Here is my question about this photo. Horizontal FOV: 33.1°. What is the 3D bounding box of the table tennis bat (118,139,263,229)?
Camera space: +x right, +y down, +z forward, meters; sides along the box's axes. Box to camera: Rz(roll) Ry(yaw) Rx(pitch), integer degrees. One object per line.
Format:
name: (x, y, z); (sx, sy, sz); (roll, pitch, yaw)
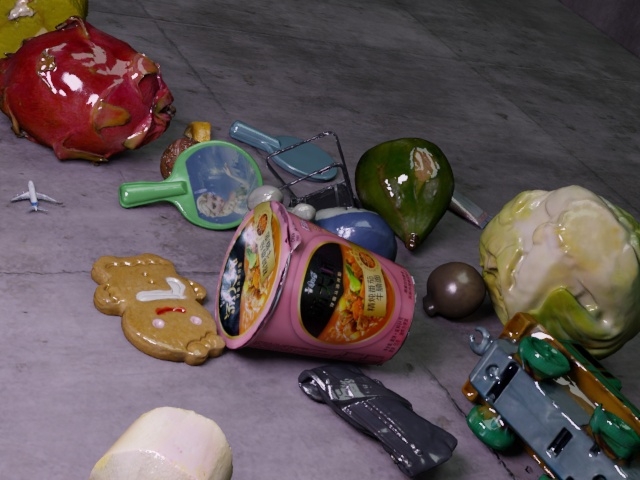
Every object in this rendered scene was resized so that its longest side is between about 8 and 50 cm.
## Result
table tennis bat: (-0.223, -0.092, 1.875); (0.257, 0.039, 0.161); (-8, 82, -18)

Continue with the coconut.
coconut: (-0.182, 0.281, 1.236); (0.147, 0.147, 0.153); (25, 31, 6)

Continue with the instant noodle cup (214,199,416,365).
instant noodle cup: (-0.001, 0.081, 1.639); (0.255, 0.244, 0.244); (17, 28, -25)

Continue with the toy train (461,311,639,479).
toy train: (0.386, 0.279, 1.616); (0.249, 0.178, 0.429); (9, 31, -47)

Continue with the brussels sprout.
brussels sprout: (0.421, 0.068, 1.839); (0.344, 0.344, 0.268); (18, 64, -7)

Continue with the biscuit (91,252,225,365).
biscuit: (-0.243, 0.097, 1.613); (0.184, 0.035, 0.249); (-1, 37, -35)

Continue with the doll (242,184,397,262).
doll: (0.000, 0.000, 1.792); (0.258, 0.228, 0.154); (1, 73, -11)

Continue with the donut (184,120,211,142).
donut: (-0.243, -0.203, 2.125); (0.037, 0.067, 0.083); (14, 61, -28)

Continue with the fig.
fig: (0.165, -0.083, 2.089); (0.195, 0.195, 0.245); (8, 67, -24)

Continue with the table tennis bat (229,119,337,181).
table tennis bat: (-0.075, -0.184, 2.205); (0.237, 0.038, 0.149); (23, 30, -7)

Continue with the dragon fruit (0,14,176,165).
dragon fruit: (-0.423, -0.265, 1.896); (0.315, 0.250, 0.250); (34, 30, 6)

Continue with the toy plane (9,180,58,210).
toy plane: (-0.467, -0.071, 1.753); (0.077, 0.024, 0.084); (1, 29, -25)

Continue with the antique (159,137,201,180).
antique: (-0.242, -0.136, 1.942); (0.104, 0.104, 0.104); (17, 29, -10)

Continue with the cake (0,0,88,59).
cake: (-0.528, -0.398, 2.010); (0.179, 0.261, 0.156); (5, 49, -7)

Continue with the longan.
longan: (0.231, 0.091, 1.898); (0.119, 0.106, 0.106); (-32, 46, -5)

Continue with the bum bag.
bum bag: (0.082, 0.252, 1.553); (0.123, 0.060, 0.248); (-6, 38, -46)

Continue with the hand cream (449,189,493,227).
hand cream: (0.269, -0.096, 2.293); (0.209, 0.043, 0.067); (35, 33, 12)

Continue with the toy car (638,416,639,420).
toy car: (0.473, 0.254, 1.508); (0.041, 0.025, 0.093); (46, 15, 24)

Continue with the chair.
chair: (0.007, -0.062, 1.993); (0.145, 0.221, 0.140); (-22, 32, 9)
